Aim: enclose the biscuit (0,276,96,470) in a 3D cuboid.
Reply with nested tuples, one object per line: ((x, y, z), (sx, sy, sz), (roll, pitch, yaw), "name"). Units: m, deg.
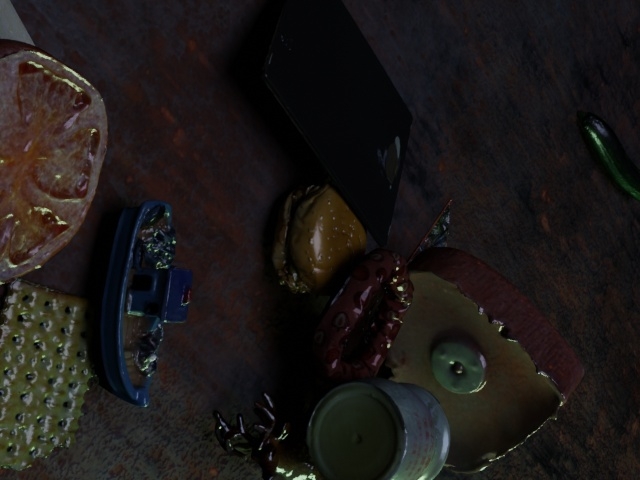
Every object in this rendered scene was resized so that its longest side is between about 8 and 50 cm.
((-0.296, 0.148, 1.241), (0.144, 0.016, 0.203), (20, 80, -49), "biscuit")

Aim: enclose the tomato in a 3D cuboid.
((-0.311, -0.080, 1.110), (0.236, 0.095, 0.237), (-38, 140, -41), "tomato")

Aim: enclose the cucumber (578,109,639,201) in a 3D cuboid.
((0.534, -0.142, 2.130), (0.284, 0.056, 0.056), (40, 66, -40), "cucumber")

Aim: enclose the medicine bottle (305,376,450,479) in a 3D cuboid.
((0.075, 0.247, 1.487), (0.143, 0.147, 0.147), (17, 83, -59), "medicine bottle")

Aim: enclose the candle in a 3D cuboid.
((0.223, 0.162, 1.644), (0.131, 0.287, 0.317), (-36, 123, -45), "candle")

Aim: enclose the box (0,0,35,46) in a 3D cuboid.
((-0.351, -0.173, 1.122), (0.167, 0.024, 0.090), (-49, 131, -33), "box")

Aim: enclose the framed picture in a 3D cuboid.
((0.031, -0.182, 1.515), (0.324, 0.013, 0.244), (54, 38, -40), "framed picture")

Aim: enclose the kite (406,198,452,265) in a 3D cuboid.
((0.168, 0.052, 1.769), (0.189, 0.009, 0.232), (-2, 97, -49), "kite")

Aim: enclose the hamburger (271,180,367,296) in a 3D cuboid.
((0.000, 0.000, 1.512), (0.138, 0.083, 0.147), (15, 81, -50), "hamburger")

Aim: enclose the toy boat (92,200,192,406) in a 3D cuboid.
((-0.186, 0.068, 1.284), (0.100, 0.097, 0.223), (10, 86, -68), "toy boat")

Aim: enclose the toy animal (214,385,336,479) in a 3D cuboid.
((-0.027, 0.260, 1.540), (0.243, 0.087, 0.260), (-57, 131, -47), "toy animal")

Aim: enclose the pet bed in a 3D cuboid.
((0.055, 0.102, 1.518), (0.201, 0.053, 0.201), (-47, 150, -38), "pet bed")
